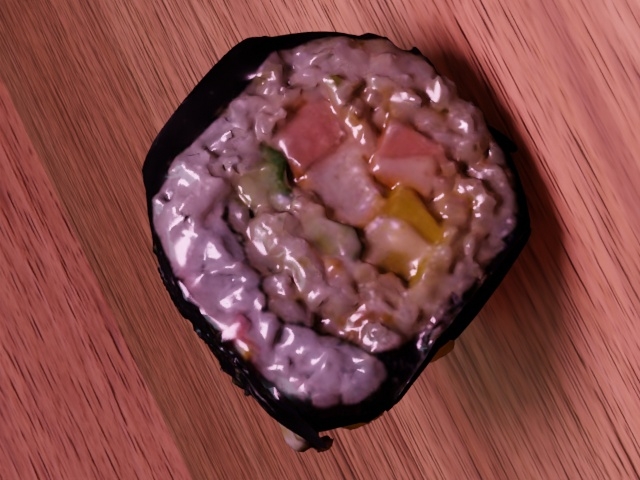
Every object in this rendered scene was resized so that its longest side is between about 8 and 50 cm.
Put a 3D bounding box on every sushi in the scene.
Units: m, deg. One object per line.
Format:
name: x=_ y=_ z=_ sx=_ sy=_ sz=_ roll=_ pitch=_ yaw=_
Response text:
sushi: x=0.000 y=0.000 z=1.492 sx=0.329 sy=0.328 sz=0.285 roll=38 pitch=166 yaw=1
